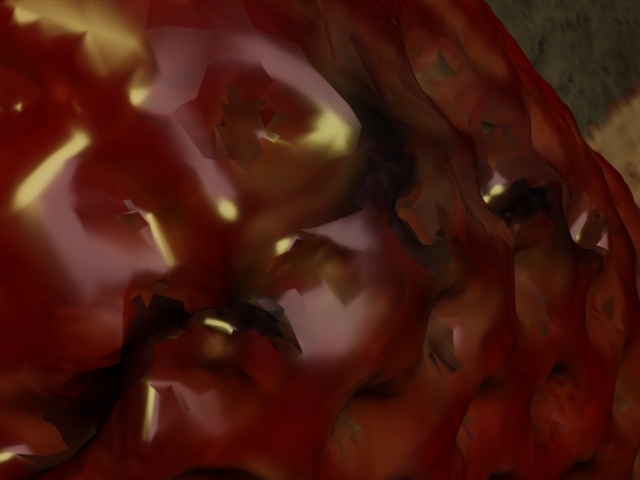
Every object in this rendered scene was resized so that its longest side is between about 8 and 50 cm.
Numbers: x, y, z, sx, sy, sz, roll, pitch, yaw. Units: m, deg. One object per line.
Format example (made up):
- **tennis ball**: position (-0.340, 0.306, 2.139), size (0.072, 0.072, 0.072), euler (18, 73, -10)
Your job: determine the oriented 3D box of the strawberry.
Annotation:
- **strawberry**: position (-0.011, 0.008, 0.428), size (0.280, 0.150, 0.253), euler (45, 47, -18)
